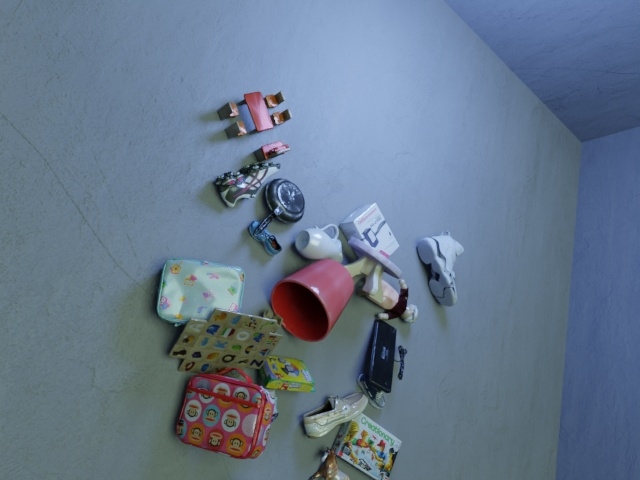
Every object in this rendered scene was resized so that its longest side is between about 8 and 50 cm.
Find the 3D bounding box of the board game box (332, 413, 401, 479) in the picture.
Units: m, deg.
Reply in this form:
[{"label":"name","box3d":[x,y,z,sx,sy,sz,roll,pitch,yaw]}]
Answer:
[{"label":"board game box","box3d":[0.195,0.855,2.036,0.305,0.053,0.192,41,60,-25]}]

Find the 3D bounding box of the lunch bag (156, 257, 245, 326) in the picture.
[{"label":"lunch bag","box3d":[-0.401,0.179,1.626,0.280,0.108,0.223,9,80,-15]}]

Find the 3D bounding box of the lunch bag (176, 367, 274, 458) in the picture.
[{"label":"lunch bag","box3d":[-0.295,0.539,1.571,0.120,0.294,0.257,48,51,-62]}]

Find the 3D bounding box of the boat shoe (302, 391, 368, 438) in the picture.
[{"label":"boat shoe","box3d":[0.062,0.664,1.937,0.303,0.109,0.098,-20,95,-32]}]

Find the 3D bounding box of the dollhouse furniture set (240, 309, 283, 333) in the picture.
[{"label":"dollhouse furniture set","box3d":[-0.248,0.305,1.791,0.182,0.101,0.160,45,34,-22]}]

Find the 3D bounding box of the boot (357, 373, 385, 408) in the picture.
[{"label":"boot","box3d":[0.235,0.645,2.081,0.190,0.086,0.069,53,56,-18]}]

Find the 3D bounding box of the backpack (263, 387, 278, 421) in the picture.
[{"label":"backpack","box3d":[-0.228,0.576,1.708,0.182,0.152,0.115,4,85,-48]}]

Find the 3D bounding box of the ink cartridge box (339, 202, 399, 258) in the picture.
[{"label":"ink cartridge box","box3d":[0.218,-0.022,2.173,0.172,0.100,0.237,-41,107,-35]}]

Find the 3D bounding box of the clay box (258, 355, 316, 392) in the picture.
[{"label":"clay box","box3d":[-0.117,0.492,1.813,0.222,0.127,0.053,17,111,-34]}]

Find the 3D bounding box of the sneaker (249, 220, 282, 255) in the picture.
[{"label":"sneaker","box3d":[-0.201,-0.015,1.870,0.162,0.073,0.063,48,57,-20]}]

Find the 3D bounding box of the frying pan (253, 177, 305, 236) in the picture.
[{"label":"frying pan","box3d":[-0.170,-0.146,1.898,0.326,0.053,0.197,-23,87,-50]}]

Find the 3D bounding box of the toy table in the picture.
[{"label":"toy table","box3d":[0.189,0.127,2.008,0.274,0.252,0.160,34,83,-11]}]

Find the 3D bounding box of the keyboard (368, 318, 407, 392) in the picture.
[{"label":"keyboard","box3d":[0.294,0.508,2.127,0.202,0.033,0.317,34,45,-20]}]

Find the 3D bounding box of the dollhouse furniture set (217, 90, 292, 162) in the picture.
[{"label":"dollhouse furniture set","box3d":[-0.218,-0.445,1.891,0.262,0.135,0.258,-26,98,-37]}]

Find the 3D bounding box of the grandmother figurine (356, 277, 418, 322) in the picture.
[{"label":"grandmother figurine","box3d":[0.325,0.269,2.215,0.342,0.104,0.207,39,89,-29]}]

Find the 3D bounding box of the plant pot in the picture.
[{"label":"plant pot","box3d":[-0.014,0.208,1.873,0.243,0.275,0.274,-40,107,-46]}]

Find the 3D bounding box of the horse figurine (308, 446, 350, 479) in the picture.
[{"label":"horse figurine","box3d":[0.052,0.944,1.905,0.263,0.066,0.174,49,63,-17]}]

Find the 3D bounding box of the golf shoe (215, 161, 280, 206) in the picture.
[{"label":"golf shoe","box3d":[-0.265,-0.223,1.857,0.273,0.105,0.120,-27,114,-31]}]

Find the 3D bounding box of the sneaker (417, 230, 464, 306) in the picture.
[{"label":"sneaker","box3d":[0.630,0.131,2.437,0.210,0.137,0.365,-24,94,-35]}]

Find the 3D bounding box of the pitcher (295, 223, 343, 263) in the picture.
[{"label":"pitcher","box3d":[0.000,0.000,1.997,0.207,0.126,0.177,20,65,-44]}]

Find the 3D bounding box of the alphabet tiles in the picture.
[{"label":"alphabet tiles","box3d":[-0.310,0.350,1.641,0.343,0.011,0.285,18,116,-33]}]
